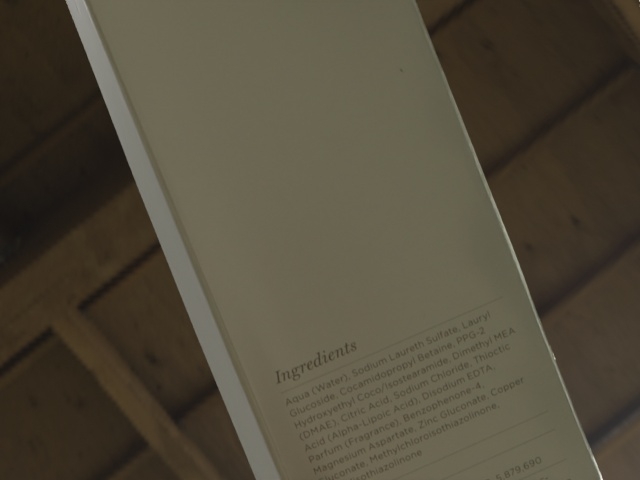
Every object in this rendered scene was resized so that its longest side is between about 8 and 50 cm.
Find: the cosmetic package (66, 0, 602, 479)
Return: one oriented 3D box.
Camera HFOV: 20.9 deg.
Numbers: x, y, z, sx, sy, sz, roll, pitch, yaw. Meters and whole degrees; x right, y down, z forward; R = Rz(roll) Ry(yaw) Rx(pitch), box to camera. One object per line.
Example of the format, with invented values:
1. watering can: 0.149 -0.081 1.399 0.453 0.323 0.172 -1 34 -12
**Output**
1. cosmetic package: 0.000 0.000 0.913 0.156 0.217 0.385 -21 -81 -8
